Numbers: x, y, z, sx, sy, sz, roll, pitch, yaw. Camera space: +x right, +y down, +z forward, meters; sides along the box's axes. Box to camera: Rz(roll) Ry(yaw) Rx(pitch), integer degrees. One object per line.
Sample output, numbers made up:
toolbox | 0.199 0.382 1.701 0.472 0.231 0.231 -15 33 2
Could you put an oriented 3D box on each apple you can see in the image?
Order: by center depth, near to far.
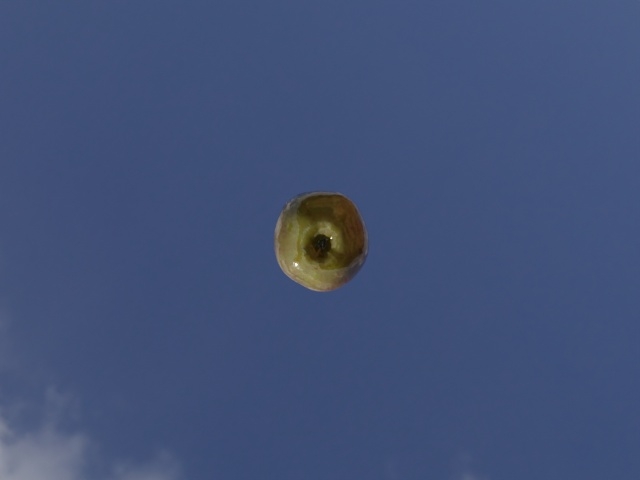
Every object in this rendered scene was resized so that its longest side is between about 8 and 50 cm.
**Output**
apple | 0.000 0.000 1.230 0.084 0.084 0.071 44 -173 1
